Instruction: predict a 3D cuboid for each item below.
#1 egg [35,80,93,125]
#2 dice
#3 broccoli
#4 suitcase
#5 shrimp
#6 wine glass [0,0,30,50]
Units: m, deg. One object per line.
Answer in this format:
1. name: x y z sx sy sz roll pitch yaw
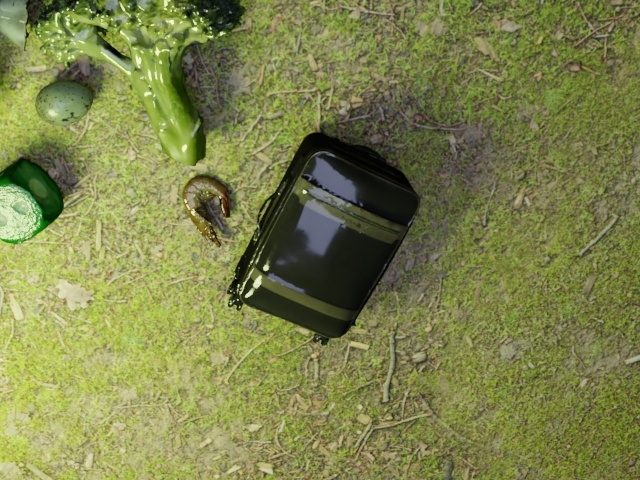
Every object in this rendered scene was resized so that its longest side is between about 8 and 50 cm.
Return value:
1. egg: -0.495 -0.267 1.531 0.110 0.085 0.085 -24 114 -4
2. dice: -0.601 -0.076 1.578 0.120 0.128 0.131 -32 114 10
3. broccoli: -0.268 -0.344 1.450 0.353 0.275 0.397 -15 116 50
4. suitcase: 0.000 0.000 1.644 0.283 0.194 0.433 24 107 -16
5. shrimp: -0.231 -0.063 1.680 0.095 0.045 0.162 -30 110 -16
6. wine glass: -0.618 -0.410 1.420 0.183 0.122 0.122 3 113 -19
